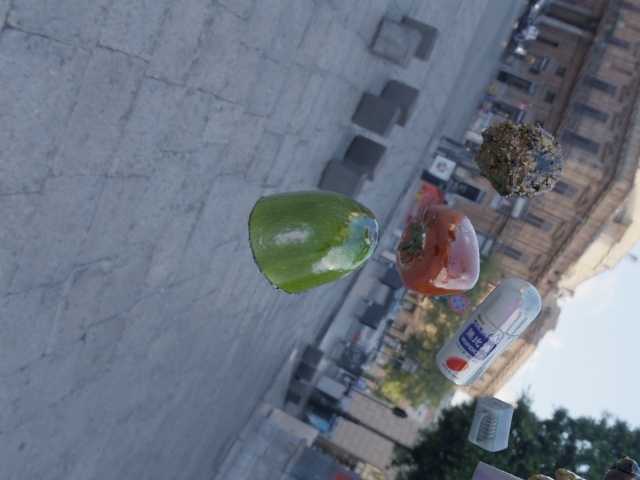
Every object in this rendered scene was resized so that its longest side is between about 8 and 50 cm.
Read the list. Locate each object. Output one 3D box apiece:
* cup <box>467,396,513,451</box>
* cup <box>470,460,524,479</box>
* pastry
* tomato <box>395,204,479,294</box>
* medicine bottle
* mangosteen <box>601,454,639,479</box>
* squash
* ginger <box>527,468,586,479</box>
[{"bbox_3d":[0.475,0.523,1.794,0.128,0.095,0.129,2,101,-40],"label":"cup"},{"bbox_3d":[0.570,0.780,1.848,0.203,0.289,0.203,-51,156,-33],"label":"cup"},{"bbox_3d":[0.589,-0.234,1.903,0.193,0.275,0.275,-48,164,-20],"label":"pastry"},{"bbox_3d":[0.437,0.044,2.302,0.341,0.273,0.341,-47,-146,47],"label":"tomato"},{"bbox_3d":[0.458,0.241,1.705,0.340,0.130,0.130,-57,175,31],"label":"medicine bottle"},{"bbox_3d":[1.092,0.875,2.270,0.172,0.173,0.183,63,29,-77],"label":"mangosteen"},{"bbox_3d":[0.009,-0.031,1.735,0.309,0.310,0.310,-22,-158,39],"label":"squash"},{"bbox_3d":[0.556,0.611,1.428,0.363,0.122,0.347,-116,-171,-69],"label":"ginger"}]
